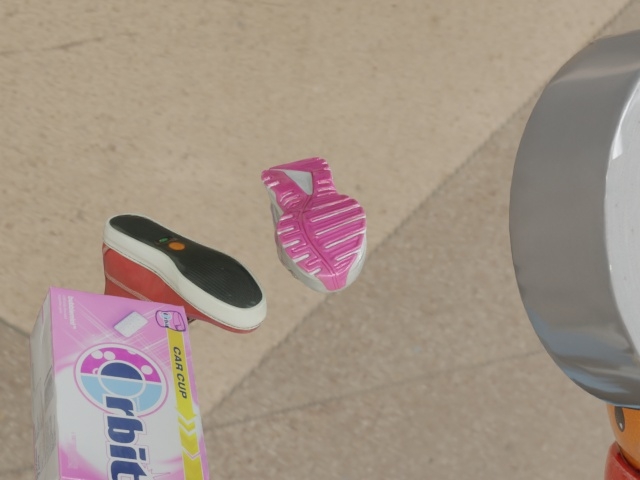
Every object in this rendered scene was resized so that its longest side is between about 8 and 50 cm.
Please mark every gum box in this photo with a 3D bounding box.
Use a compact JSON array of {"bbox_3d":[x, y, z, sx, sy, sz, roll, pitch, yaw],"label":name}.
[{"bbox_3d":[-0.147,0.127,0.961,0.107,0.188,0.062,10,130,-23],"label":"gum box"}]

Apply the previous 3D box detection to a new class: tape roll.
[{"bbox_3d":[0.209,-0.012,0.739,0.219,0.072,0.219,0,91,-34],"label":"tape roll"}]

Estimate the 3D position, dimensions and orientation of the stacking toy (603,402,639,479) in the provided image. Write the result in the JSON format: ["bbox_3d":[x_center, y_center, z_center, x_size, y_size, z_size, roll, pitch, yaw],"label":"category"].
[{"bbox_3d":[0.391,0.314,1.280,0.351,0.351,0.479,4,101,-40],"label":"stacking toy"}]

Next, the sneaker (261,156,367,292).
[{"bbox_3d":[0.000,0.000,1.545,0.103,0.252,0.111,-13,119,-3],"label":"sneaker"}]

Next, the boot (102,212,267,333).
[{"bbox_3d":[-0.166,0.092,1.564,0.088,0.244,0.176,-19,127,-47],"label":"boot"}]
